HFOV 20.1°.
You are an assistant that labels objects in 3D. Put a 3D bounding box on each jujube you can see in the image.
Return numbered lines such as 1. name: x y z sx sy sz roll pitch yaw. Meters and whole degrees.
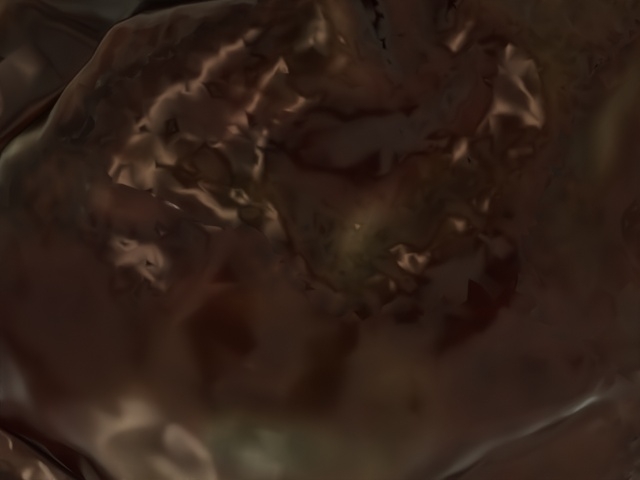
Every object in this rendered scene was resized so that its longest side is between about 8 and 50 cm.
1. jujube: 0.042 -0.063 0.514 0.276 0.276 0.377 22 -114 13
